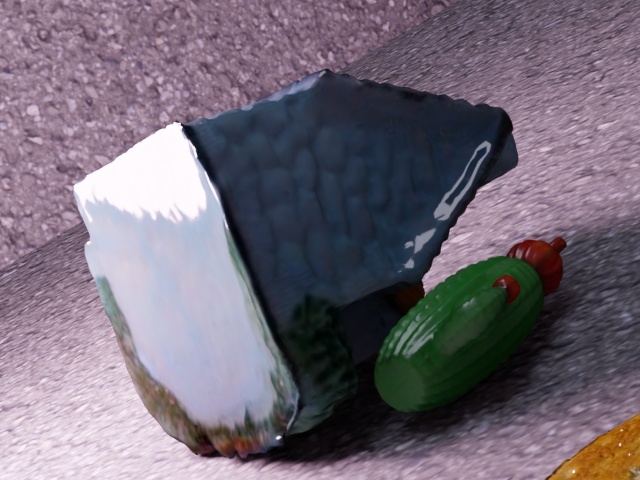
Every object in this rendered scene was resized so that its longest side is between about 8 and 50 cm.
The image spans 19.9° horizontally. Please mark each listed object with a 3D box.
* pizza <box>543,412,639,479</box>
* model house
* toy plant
[{"bbox_3d":[0.193,0.164,1.159,0.175,0.046,0.134,-33,13,-22],"label":"pizza"},{"bbox_3d":[0.000,0.000,1.715,0.339,0.297,0.360,-25,0,-28],"label":"model house"},{"bbox_3d":[0.129,0.072,1.574,0.154,0.088,0.240,-47,-7,25],"label":"toy plant"}]
